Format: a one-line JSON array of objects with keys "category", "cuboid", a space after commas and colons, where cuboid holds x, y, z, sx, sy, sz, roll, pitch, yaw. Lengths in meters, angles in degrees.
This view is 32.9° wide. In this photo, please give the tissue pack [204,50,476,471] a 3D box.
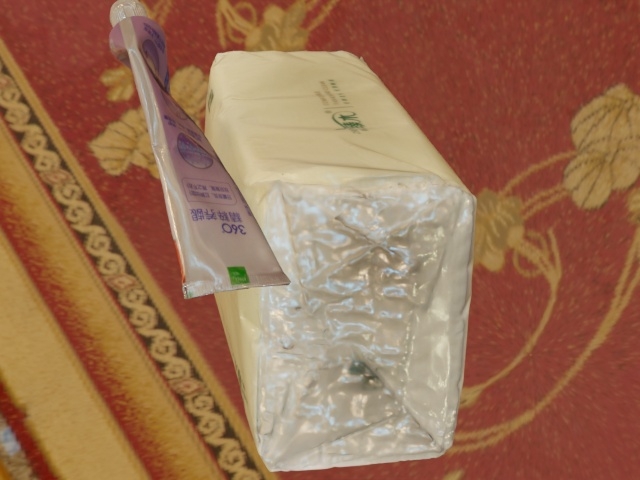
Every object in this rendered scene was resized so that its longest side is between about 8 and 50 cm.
[{"category": "tissue pack", "cuboid": [0.000, 0.000, 1.071, 0.207, 0.380, 0.297, -4, 115, -11]}]

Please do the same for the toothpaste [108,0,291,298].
[{"category": "toothpaste", "cuboid": [-0.111, -0.081, 0.848, 0.048, 0.075, 0.301, -44, 54, 29]}]
